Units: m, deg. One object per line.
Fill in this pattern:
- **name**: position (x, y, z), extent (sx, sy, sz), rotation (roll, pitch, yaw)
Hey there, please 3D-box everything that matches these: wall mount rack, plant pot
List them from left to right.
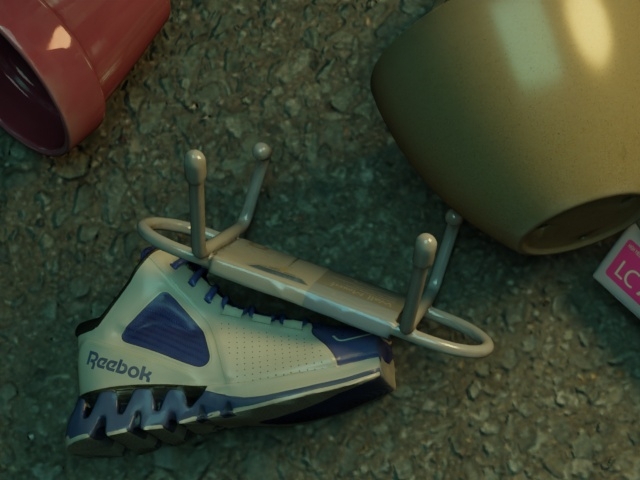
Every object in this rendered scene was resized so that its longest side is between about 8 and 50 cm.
- **plant pot**: position (-0.254, -0.213, 1.763), extent (0.201, 0.201, 0.180), rotation (39, 65, 16)
- **wall mount rack**: position (0.000, 0.000, 1.592), extent (0.350, 0.304, 0.131), rotation (19, 101, 7)
- **plant pot**: position (0.207, -0.099, 1.611), extent (0.284, 0.284, 0.191), rotation (-18, 70, 1)

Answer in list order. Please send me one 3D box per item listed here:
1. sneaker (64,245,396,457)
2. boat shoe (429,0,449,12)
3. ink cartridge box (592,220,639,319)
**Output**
- **sneaker**: position (-0.096, 0.086, 1.674), extent (0.315, 0.127, 0.182), rotation (-11, 74, 5)
- **boat shoe**: position (0.247, -0.262, 1.769), extent (0.320, 0.103, 0.118), rotation (-39, 53, -12)
- **ink cartridge box**: position (0.400, -0.028, 1.593), extent (0.186, 0.065, 0.311), rotation (44, 116, 23)
